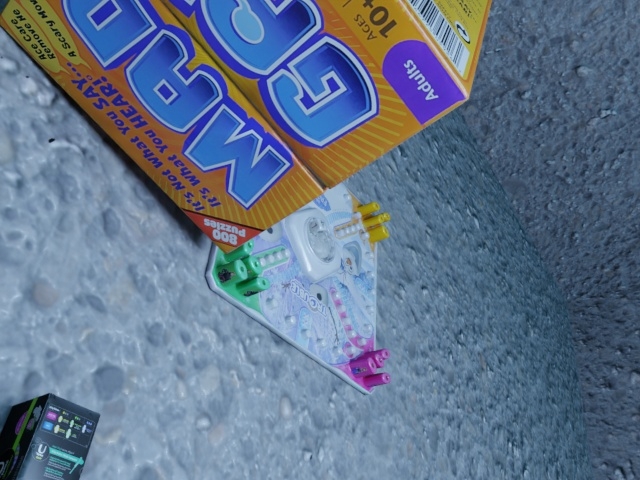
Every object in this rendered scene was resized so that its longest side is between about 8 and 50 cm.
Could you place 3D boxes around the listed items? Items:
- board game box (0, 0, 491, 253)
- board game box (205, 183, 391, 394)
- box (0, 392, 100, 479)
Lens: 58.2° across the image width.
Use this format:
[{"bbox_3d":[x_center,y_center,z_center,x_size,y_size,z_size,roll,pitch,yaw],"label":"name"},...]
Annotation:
[{"bbox_3d":[-0.054,-0.278,0.686,0.356,0.356,0.356,47,38,-17],"label":"board game box"},{"bbox_3d":[0.000,0.000,0.952,0.390,0.050,0.390,42,39,-37],"label":"board game box"},{"bbox_3d":[-0.227,0.176,0.464,0.052,0.062,0.083,41,39,-36],"label":"box"}]
